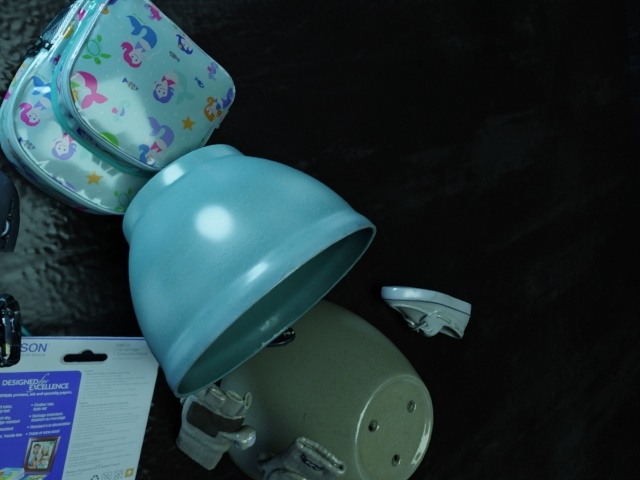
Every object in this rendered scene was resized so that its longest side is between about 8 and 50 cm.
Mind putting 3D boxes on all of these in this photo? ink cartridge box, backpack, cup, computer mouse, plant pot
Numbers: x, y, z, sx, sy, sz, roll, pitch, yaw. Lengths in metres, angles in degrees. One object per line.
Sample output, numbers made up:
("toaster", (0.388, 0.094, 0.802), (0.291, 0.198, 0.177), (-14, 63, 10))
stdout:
("ink cartridge box", (-0.316, 0.216, 0.670), (0.206, 0.045, 0.208), (11, 93, -42))
("backpack", (-0.245, -0.156, 0.645), (0.225, 0.191, 0.253), (39, 74, -34))
("cup", (0.037, 0.269, 0.856), (0.331, 0.237, 0.331), (-2, 93, -39))
("computer mouse", (-0.352, 0.019, 0.587), (0.041, 0.071, 0.242), (-17, 76, -3))
("plant pot", (-0.106, 0.012, 0.633), (0.293, 0.293, 0.196), (-34, 76, -33))

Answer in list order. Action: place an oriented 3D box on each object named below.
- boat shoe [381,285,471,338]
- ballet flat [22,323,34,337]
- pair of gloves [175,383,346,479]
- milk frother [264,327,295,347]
("boat shoe", (0.218, 0.152, 1.092), (0.267, 0.096, 0.088), (21, 75, -46))
("ballet flat", (-0.410, 0.053, 0.590), (0.079, 0.077, 0.221), (-35, 118, -28))
("pair of gloves", (-0.091, 0.283, 0.730), (0.042, 0.240, 0.204), (-53, 166, -47))
("milk frother", (-0.086, 0.076, 0.804), (0.129, 0.143, 0.135), (-34, 116, -24))
